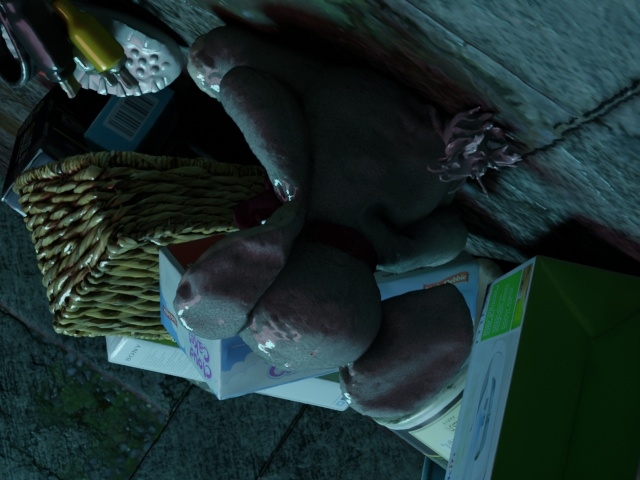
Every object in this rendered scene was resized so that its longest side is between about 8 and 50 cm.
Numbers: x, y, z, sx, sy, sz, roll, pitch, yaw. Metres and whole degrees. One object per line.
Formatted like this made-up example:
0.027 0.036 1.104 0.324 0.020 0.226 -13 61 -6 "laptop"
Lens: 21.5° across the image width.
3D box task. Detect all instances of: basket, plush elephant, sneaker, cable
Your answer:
-0.156 -0.032 1.860 0.299 0.213 0.223 7 -133 -36 "basket"
0.000 0.000 1.379 0.272 0.255 0.330 38 169 -27 "plush elephant"
-0.236 -0.208 1.682 0.235 0.095 0.090 13 122 19 "sneaker"
-0.283 -0.242 1.558 0.139 0.072 0.287 2 132 36 "cable"

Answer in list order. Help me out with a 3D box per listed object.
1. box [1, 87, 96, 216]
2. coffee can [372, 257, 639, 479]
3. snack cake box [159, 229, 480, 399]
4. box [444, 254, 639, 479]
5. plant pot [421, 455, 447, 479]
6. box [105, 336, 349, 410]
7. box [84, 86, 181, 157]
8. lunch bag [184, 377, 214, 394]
-0.228 -0.021 2.236 0.395 0.097 0.318 37 -170 -17 "box"
0.214 0.175 1.727 0.275 0.201 0.201 38 170 -20 "coffee can"
-0.002 0.049 1.575 0.152 0.264 0.089 -133 37 -52 "snack cake box"
0.198 0.162 1.471 0.126 0.262 0.231 13 172 -4 "box"
0.286 0.386 2.334 0.255 0.272 0.271 4 161 16 "plant pot"
-0.112 0.071 2.015 0.322 0.058 0.232 16 -138 -29 "box"
-0.216 -0.120 1.971 0.060 0.100 0.244 32 171 3 "box"
-0.198 0.067 2.586 0.305 0.212 0.256 32 154 7 "lunch bag"
